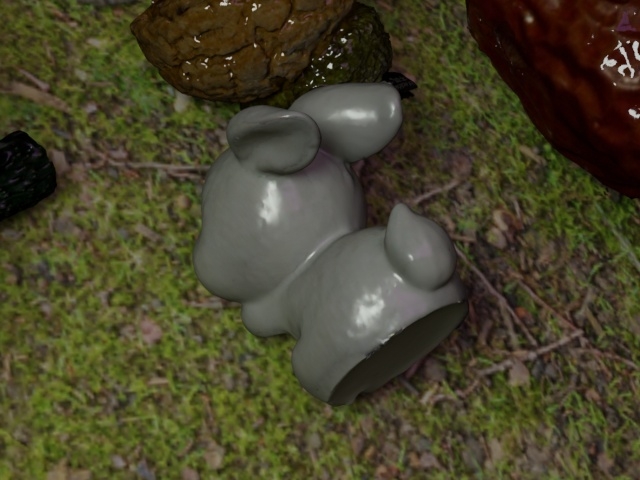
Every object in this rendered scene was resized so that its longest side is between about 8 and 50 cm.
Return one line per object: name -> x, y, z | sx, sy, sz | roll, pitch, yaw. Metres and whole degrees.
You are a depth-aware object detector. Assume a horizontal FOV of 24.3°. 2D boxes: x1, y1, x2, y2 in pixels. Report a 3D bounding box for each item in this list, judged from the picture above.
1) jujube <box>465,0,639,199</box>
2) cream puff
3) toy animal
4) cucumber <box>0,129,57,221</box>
jujube -> 0.250, -0.140, 1.190 | 0.290, 0.197, 0.197 | 39, 50, 16
cream puff -> -0.017, -0.144, 1.060 | 0.169, 0.183, 0.183 | 51, 51, -14
toy animal -> 0.007, 0.001, 0.979 | 0.127, 0.178, 0.193 | -21, 76, -38
cucumber -> -0.253, -0.017, 0.928 | 0.187, 0.058, 0.058 | -24, 76, -35
